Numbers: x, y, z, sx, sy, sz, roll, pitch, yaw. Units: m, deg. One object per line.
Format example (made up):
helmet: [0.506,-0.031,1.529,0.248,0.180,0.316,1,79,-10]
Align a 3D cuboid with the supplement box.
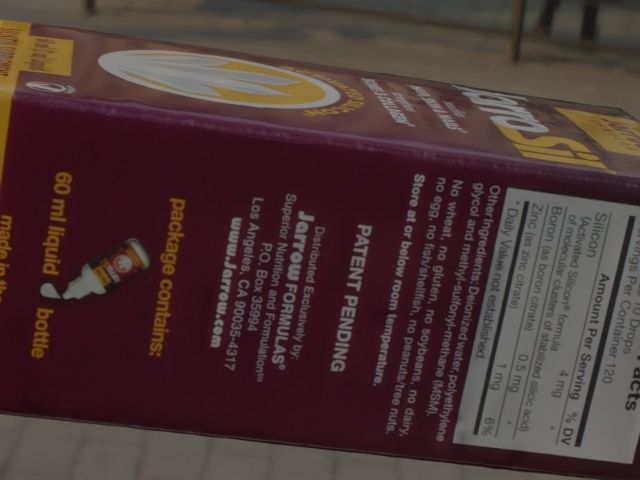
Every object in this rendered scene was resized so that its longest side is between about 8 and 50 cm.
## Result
supplement box: [0.000,0.000,0.417,0.188,0.081,0.104,7,16,-10]
